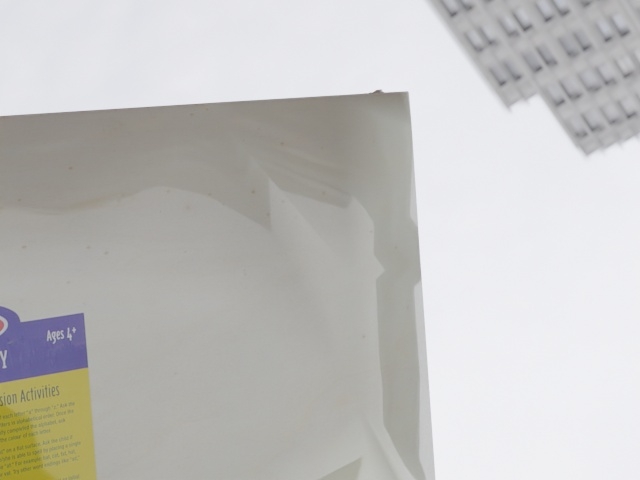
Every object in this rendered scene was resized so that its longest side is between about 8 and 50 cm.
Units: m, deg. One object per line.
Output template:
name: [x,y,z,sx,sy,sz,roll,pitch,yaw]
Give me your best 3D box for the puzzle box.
puzzle box: [-0.107,0.061,0.779,0.409,0.272,0.052,-7,-173,-39]
